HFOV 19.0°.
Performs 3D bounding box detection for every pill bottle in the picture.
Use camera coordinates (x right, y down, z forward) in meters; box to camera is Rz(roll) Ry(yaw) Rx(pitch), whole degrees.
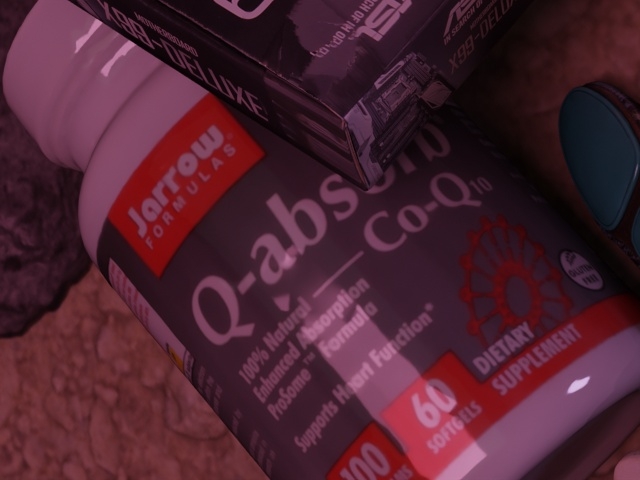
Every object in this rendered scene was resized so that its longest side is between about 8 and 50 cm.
[{"bbox_3d":[0.000,0.000,1.036,0.363,0.210,0.210,48,119,18],"label":"pill bottle"}]

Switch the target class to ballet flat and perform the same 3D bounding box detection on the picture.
[{"bbox_3d":[0.182,-0.017,0.992,0.070,0.070,0.188,-55,34,27],"label":"ballet flat"}]

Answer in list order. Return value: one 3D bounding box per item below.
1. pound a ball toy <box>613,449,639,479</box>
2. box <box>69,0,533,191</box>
[{"bbox_3d":[0.240,0.228,0.885,0.135,0.208,0.319,-8,109,35],"label":"pound a ball toy"},{"bbox_3d":[0.021,-0.206,0.966,0.242,0.076,0.307,34,73,25],"label":"box"}]
